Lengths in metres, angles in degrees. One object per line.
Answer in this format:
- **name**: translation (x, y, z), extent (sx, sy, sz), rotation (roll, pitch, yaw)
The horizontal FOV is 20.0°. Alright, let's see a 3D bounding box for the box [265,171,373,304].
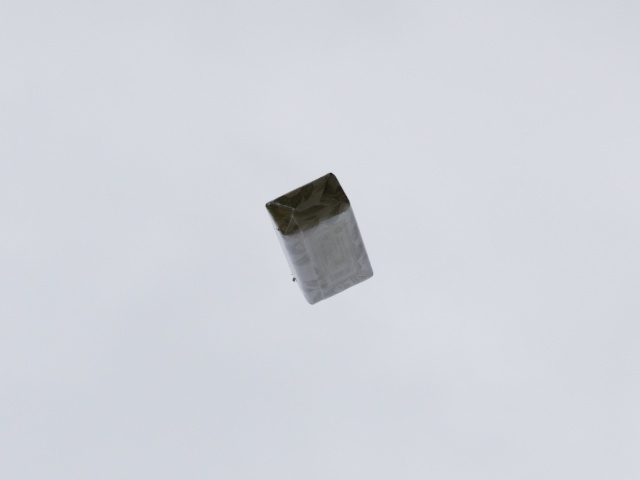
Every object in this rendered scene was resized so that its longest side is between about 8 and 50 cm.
- **box**: translation (0.000, 0.000, 1.396), extent (0.062, 0.098, 0.045), rotation (-24, -131, -6)
